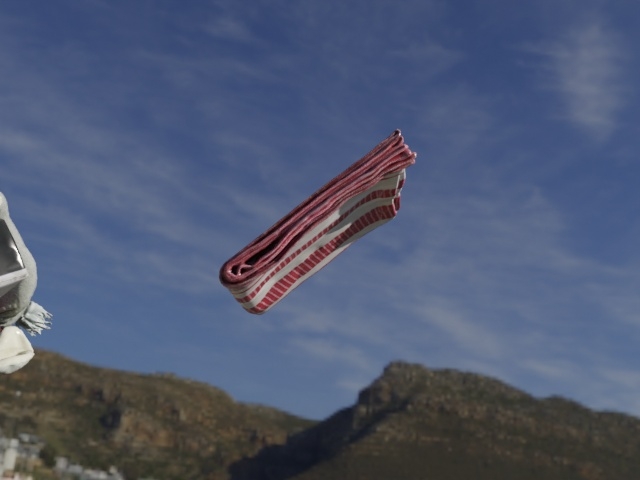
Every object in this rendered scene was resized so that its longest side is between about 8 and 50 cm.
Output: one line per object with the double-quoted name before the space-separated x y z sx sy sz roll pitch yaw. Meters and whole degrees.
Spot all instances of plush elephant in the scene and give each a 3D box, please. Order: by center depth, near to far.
"plush elephant" -0.624 0.124 1.689 0.272 0.255 0.330 -14 -54 23

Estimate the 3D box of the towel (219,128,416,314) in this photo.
"towel" 0.000 0.000 1.107 0.237 0.037 0.329 -37 -9 -5

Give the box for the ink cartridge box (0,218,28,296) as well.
"ink cartridge box" -0.423 0.089 0.868 0.176 0.069 0.371 -21 -7 -45
